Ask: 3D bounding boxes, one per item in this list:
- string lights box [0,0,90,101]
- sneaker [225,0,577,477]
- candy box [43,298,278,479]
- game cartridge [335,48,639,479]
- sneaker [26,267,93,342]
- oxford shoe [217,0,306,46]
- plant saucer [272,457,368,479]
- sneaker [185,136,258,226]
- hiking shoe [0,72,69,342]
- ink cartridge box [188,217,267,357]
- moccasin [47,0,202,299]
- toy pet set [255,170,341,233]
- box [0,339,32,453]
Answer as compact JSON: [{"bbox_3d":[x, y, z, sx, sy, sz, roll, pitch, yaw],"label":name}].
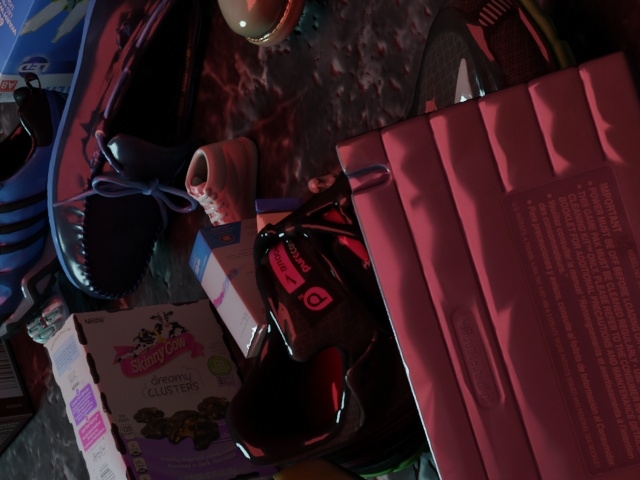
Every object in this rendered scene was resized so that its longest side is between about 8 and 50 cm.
[{"bbox_3d":[-0.253,-0.259,1.835,0.076,0.133,0.259,58,135,28],"label":"string lights box"},{"bbox_3d":[0.061,0.015,1.415,0.185,0.202,0.482,47,129,37],"label":"sneaker"},{"bbox_3d":[-0.154,0.162,1.736,0.070,0.165,0.196,-44,61,44],"label":"candy box"},{"bbox_3d":[0.171,0.064,1.282,0.230,0.068,0.355,-17,91,12],"label":"game cartridge"},{"bbox_3d":[-0.286,0.069,1.976,0.065,0.076,0.166,-37,38,17],"label":"sneaker"},{"bbox_3d":[-0.108,-0.366,1.627,0.140,0.147,0.396,-21,78,50],"label":"oxford shoe"},{"bbox_3d":[0.074,0.233,1.433,0.241,0.241,0.037,26,84,47],"label":"plant saucer"},{"bbox_3d":[-0.096,-0.030,1.716,0.051,0.070,0.134,8,102,49],"label":"sneaker"},{"bbox_3d":[-0.326,-0.032,1.902,0.304,0.132,0.113,-60,31,13],"label":"hiking shoe"},{"bbox_3d":[-0.053,0.041,1.650,0.122,0.089,0.052,56,142,32],"label":"ink cartridge box"},{"bbox_3d":[-0.190,-0.101,1.775,0.117,0.138,0.341,20,111,44],"label":"moccasin"},{"bbox_3d":[0.000,0.000,1.615,0.065,0.114,0.122,-33,-60,-83],"label":"toy pet set"},{"bbox_3d":[-0.474,0.192,2.142,0.203,0.167,0.168,-48,58,43],"label":"box"}]
